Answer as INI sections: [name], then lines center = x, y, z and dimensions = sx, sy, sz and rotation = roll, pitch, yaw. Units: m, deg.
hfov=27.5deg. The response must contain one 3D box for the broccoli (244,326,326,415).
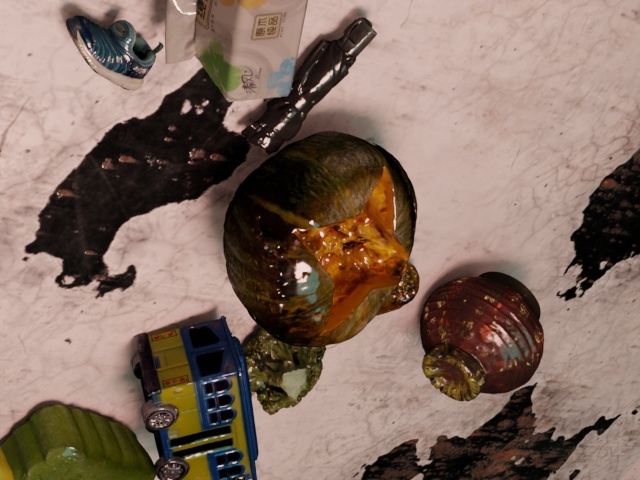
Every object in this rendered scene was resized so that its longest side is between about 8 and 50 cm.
[broccoli]
center = -0.062, 0.212, 2.179
dimensions = 0.145, 0.138, 0.162
rotation = 27, 100, -22

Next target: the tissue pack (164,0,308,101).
[tissue pack]
center = -0.109, -0.298, 1.552
dimensions = 0.145, 0.159, 0.229
rotation = -13, 139, -27

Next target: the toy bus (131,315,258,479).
[toy bus]
center = -0.196, 0.276, 2.096
dimensions = 0.175, 0.138, 0.288
rotation = -13, 132, -10

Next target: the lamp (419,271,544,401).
[lamp]
center = 0.283, 0.175, 2.344
dimensions = 0.247, 0.247, 0.247
rotation = -22, 142, -18

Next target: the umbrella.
[umbrella]
center = -0.012, -0.216, 1.813
dimensions = 0.236, 0.059, 0.066
rotation = -46, 167, 11

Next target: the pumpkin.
[pumpkin]
center = 0.000, 0.000, 1.894
dimensions = 0.320, 0.192, 0.321
rotation = -17, 115, -41

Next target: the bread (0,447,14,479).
[bread]
center = -0.605, 0.305, 1.780
dimensions = 0.251, 0.208, 0.376
rotation = -31, 145, 15

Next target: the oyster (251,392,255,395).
[oyster]
center = -0.160, 0.279, 2.247
dimensions = 0.108, 0.053, 0.166
rotation = 9, 135, -21

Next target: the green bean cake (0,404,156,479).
[green bean cake]
center = -0.407, 0.380, 2.104
dimensions = 0.222, 0.125, 0.248
rotation = -47, 138, 15

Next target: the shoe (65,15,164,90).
[shoe]
center = -0.251, -0.236, 1.589
dimensions = 0.071, 0.064, 0.143
rotation = -44, 146, 12

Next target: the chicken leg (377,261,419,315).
[chicken leg]
center = 0.091, 0.100, 2.247
dimensions = 0.178, 0.070, 0.093
rotation = -33, 145, 13
